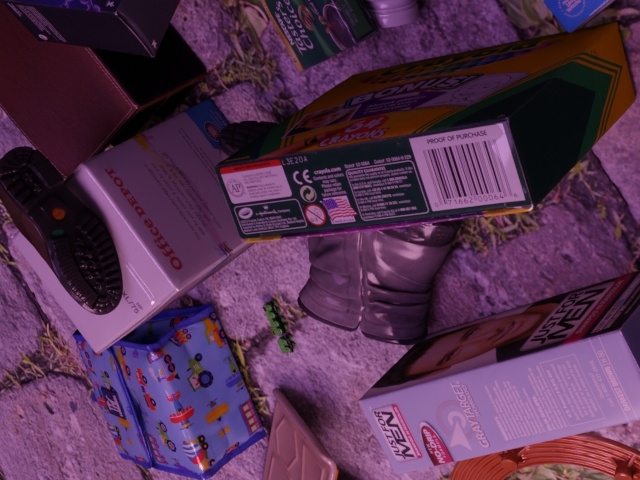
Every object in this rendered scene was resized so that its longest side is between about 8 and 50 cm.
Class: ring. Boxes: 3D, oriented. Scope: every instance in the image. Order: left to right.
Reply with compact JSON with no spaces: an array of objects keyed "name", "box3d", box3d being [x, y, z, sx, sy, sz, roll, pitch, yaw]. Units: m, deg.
[{"name":"ring","box3d":[0.322,0.356,1.719,0.336,0.032,0.337,13,136,13]}]

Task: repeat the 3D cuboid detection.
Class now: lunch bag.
[{"name":"lunch bag","box3d":[-0.254,0.225,2.068,0.293,0.138,0.221,-6,110,48]}]

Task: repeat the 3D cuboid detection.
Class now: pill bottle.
[{"name":"pill bottle","box3d":[0.072,-0.331,1.586,0.087,0.087,0.160,4,115,32]}]

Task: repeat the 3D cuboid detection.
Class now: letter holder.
[{"name":"letter holder","box3d":[-0.342,-0.261,1.855,0.302,0.152,0.214,51,131,2]}]

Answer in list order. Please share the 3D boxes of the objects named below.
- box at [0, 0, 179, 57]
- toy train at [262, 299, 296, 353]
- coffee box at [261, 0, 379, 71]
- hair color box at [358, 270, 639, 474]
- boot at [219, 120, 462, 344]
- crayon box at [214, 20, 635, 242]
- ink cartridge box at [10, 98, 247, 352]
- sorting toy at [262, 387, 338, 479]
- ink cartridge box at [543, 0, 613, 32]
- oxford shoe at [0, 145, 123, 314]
[{"name":"box","box3d":[-0.245,-0.366,1.670,0.184,0.261,0.103,12,160,26]},{"name":"toy train","box3d":[-0.060,0.122,1.940,0.023,0.017,0.083,-12,105,48]},{"name":"coffee box","box3d":[-0.005,-0.271,1.643,0.113,0.040,0.184,62,159,-9]},{"name":"hair color box","box3d":[0.249,0.156,1.642,0.374,0.185,0.114,-21,100,38]},{"name":"boot","box3d":[0.000,0.000,1.758,0.338,0.118,0.223,27,125,12]},{"name":"crayon box","box3d":[0.120,-0.120,1.510,0.363,0.313,0.106,-6,112,35]},{"name":"ink cartridge box","box3d":[-0.220,-0.022,1.811,0.197,0.270,0.198,-37,89,40]},{"name":"sorting toy","box3d":[-0.028,0.341,1.958,0.193,0.038,0.208,-134,43,-53]},{"name":"ink cartridge box","box3d":[0.252,-0.355,1.460,0.231,0.078,0.134,51,128,3]},{"name":"oxford shoe","box3d":[-0.316,-0.010,1.669,0.227,0.083,0.096,60,155,-7]}]
